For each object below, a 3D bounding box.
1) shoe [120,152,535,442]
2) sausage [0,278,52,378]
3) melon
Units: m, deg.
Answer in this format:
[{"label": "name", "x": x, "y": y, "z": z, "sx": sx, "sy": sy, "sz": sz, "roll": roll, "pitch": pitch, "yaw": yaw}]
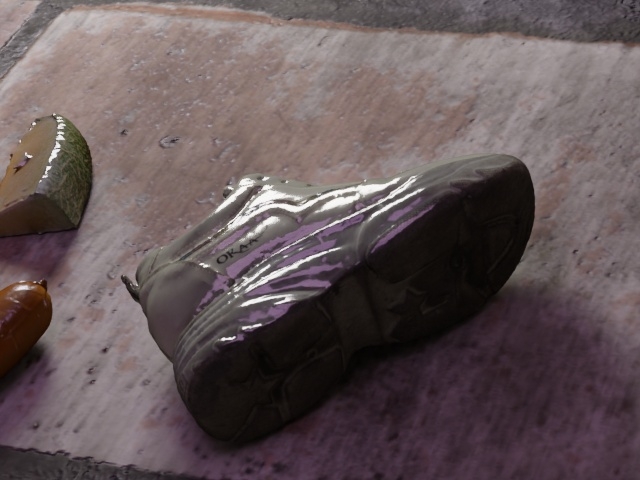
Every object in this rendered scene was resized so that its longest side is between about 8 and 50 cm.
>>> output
[{"label": "shoe", "x": 0.000, "y": 0.000, "z": 1.346, "sx": 0.342, "sy": 0.132, "sz": 0.210, "roll": -31, "pitch": 44, "yaw": -15}, {"label": "sausage", "x": -0.285, "y": 0.096, "z": 1.378, "sx": 0.062, "sy": 0.054, "sz": 0.183, "roll": -17, "pitch": 26, "yaw": 53}, {"label": "melon", "x": -0.264, "y": -0.073, "z": 1.591, "sx": 0.098, "sy": 0.054, "sz": 0.182, "roll": -14, "pitch": 36, "yaw": 24}]
